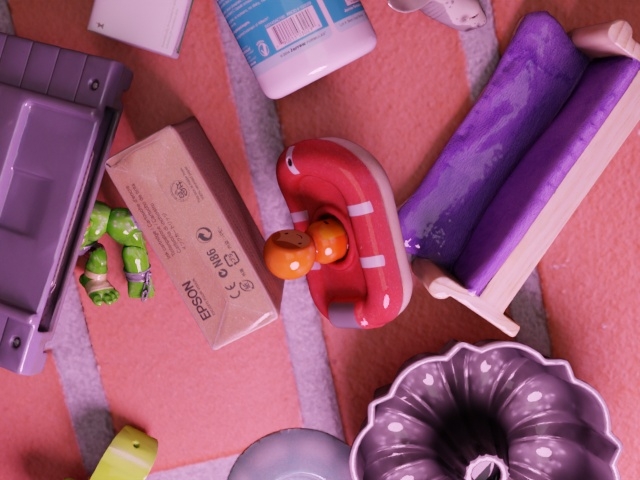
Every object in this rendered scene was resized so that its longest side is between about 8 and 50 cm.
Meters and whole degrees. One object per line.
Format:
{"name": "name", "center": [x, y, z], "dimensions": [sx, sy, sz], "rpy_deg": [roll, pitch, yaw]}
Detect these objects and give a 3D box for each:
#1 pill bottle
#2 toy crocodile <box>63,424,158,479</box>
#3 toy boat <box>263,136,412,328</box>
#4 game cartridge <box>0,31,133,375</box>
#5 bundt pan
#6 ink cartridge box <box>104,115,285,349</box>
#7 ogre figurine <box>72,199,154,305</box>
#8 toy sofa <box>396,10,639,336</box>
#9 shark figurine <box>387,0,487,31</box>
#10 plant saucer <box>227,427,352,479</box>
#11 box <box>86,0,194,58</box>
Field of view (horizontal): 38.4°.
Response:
{"name": "pill bottle", "center": [-0.053, -0.304, 1.024], "dimensions": [0.146, 0.146, 0.264], "rpy_deg": [-26, 99, 1]}
{"name": "toy crocodile", "center": [-0.286, 0.395, 1.150], "dimensions": [0.115, 0.105, 0.341], "rpy_deg": [15, 102, -5]}
{"name": "toy boat", "center": [0.000, 0.000, 1.053], "dimensions": [0.151, 0.151, 0.231], "rpy_deg": [-19, 97, -37]}
{"name": "game cartridge", "center": [-0.365, -0.053, 1.031], "dimensions": [0.230, 0.068, 0.355], "rpy_deg": [16, 90, 16]}
{"name": "bundt pan", "center": [0.191, 0.267, 1.134], "dimensions": [0.330, 0.124, 0.331], "rpy_deg": [-1, 99, -3]}
{"name": "ink cartridge box", "center": [-0.133, -0.016, 1.040], "dimensions": [0.088, 0.193, 0.235], "rpy_deg": [-28, 98, 4]}
{"name": "ogre figurine", "center": [-0.290, 0.000, 1.090], "dimensions": [0.197, 0.097, 0.118], "rpy_deg": [22, 115, 9]}
{"name": "toy sofa", "center": [0.236, -0.087, 1.070], "dimensions": [0.177, 0.150, 0.363], "rpy_deg": [33, 96, -8]}
{"name": "shark figurine", "center": [0.087, -0.359, 1.051], "dimensions": [0.166, 0.116, 0.278], "rpy_deg": [-28, 110, -32]}
{"name": "plant saucer", "center": [-0.028, 0.340, 1.179], "dimensions": [0.194, 0.037, 0.195], "rpy_deg": [0, 98, -2]}
{"name": "box", "center": [-0.201, -0.272, 1.051], "dimensions": [0.102, 0.087, 0.101], "rpy_deg": [17, 98, -5]}
